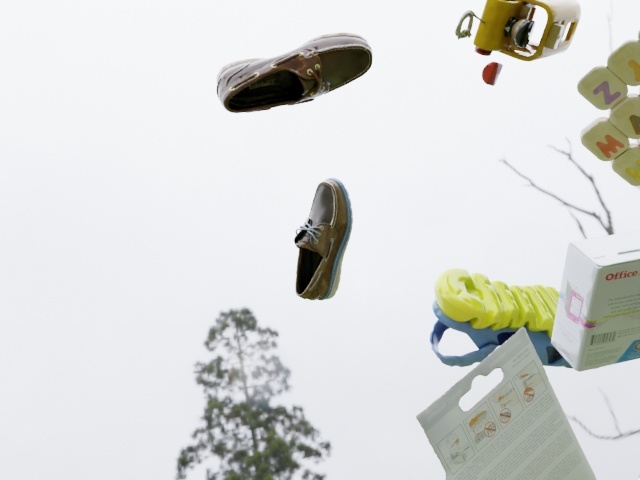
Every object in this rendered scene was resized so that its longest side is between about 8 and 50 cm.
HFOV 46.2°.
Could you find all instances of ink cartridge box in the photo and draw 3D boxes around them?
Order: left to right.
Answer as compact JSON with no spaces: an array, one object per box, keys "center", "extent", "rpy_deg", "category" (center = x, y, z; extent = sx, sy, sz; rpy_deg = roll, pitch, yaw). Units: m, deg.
[{"center":[0.208,0.240,0.865],"extent":[0.181,0.056,0.224],"rpy_deg":[-33,-79,-25],"category":"ink cartridge box"},{"center":[0.281,0.057,0.722],"extent":[0.088,0.052,0.122],"rpy_deg":[-9,-58,-14],"category":"ink cartridge box"}]

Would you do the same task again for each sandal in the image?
[{"center":[0.290,0.139,1.129],"extent":[0.317,0.126,0.138],"rpy_deg":[16,-57,-15],"category":"sandal"}]

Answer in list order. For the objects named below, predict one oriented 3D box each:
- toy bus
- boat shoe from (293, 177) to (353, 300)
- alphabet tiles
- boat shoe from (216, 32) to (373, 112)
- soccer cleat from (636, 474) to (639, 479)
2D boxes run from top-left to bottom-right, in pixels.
[{"center":[0.310,-0.318,1.115],"extent":[0.202,0.104,0.191],"rpy_deg":[-55,-29,-9],"category":"toy bus"},{"center":[0.000,0.000,1.086],"extent":[0.066,0.066,0.183],"rpy_deg":[-4,-79,-47],"category":"boat shoe"},{"center":[0.545,-0.202,1.132],"extent":[0.278,0.021,0.284],"rpy_deg":[36,-51,-14],"category":"alphabet tiles"},{"center":[-0.028,-0.204,0.947],"extent":[0.207,0.073,0.073],"rpy_deg":[-18,-53,-3],"category":"boat shoe"},{"center":[0.221,0.190,0.426],"extent":[0.318,0.116,0.108],"rpy_deg":[-41,-62,-29],"category":"soccer cleat"}]
